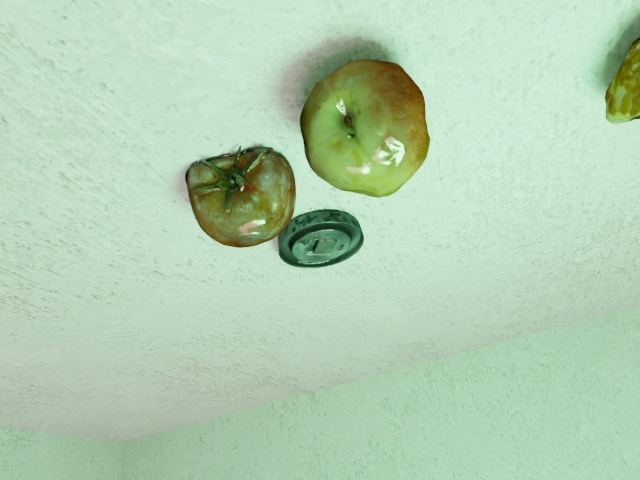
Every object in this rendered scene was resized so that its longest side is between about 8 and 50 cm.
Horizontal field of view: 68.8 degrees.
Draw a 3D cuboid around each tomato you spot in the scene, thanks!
[{"bbox_3d":[-0.146,-0.066,0.904,0.214,0.155,0.181,-16,152,6],"label":"tomato"}]

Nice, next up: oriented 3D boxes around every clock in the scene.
[{"bbox_3d":[0.000,0.000,1.156,0.214,0.042,0.215,-8,148,-5],"label":"clock"}]

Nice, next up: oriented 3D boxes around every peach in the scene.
[{"bbox_3d":[0.076,-0.171,0.772,0.214,0.214,0.235,-21,165,17],"label":"peach"}]

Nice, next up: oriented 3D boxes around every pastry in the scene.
[{"bbox_3d":[0.601,-0.286,0.757,0.236,0.170,0.256,-6,-177,-40],"label":"pastry"}]
